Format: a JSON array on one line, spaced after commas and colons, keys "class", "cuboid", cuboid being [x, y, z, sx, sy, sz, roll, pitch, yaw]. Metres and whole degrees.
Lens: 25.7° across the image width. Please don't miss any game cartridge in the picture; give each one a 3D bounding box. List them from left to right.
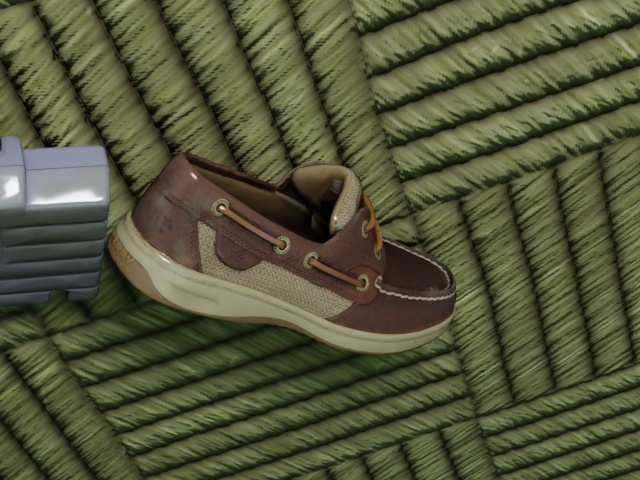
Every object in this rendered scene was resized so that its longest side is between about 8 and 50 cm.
[{"class": "game cartridge", "cuboid": [-0.331, -0.001, 0.991, 0.355, 0.068, 0.230, -4, 157, -13]}]

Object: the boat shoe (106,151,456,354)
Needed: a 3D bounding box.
[{"class": "boat shoe", "cuboid": [0.000, 0.000, 1.107, 0.342, 0.123, 0.123, 14, 116, -39]}]
